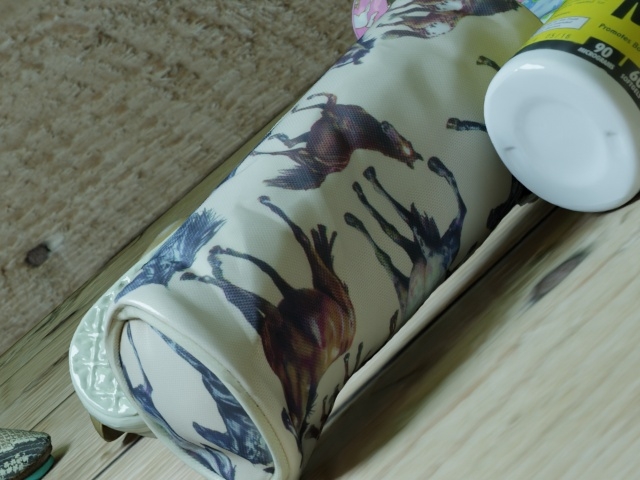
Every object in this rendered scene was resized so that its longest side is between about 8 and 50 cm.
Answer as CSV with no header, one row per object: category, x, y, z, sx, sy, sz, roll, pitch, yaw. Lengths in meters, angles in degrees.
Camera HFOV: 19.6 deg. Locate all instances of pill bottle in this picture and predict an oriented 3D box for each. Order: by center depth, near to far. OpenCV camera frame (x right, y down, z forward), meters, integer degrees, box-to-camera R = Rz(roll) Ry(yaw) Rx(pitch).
pill bottle,0.209,-0.123,1.231,0.208,0.119,0.119,-46,10,-36

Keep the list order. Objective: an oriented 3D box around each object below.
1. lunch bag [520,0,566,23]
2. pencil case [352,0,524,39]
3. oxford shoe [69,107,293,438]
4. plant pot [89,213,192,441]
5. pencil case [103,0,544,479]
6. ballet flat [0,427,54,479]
lunch bag,0.229,-0.185,1.584,0.219,0.090,0.176,-42,7,-12
pencil case,0.205,-0.335,2.273,0.386,0.160,0.167,-34,2,39
oxford shoe,0.000,0.000,1.473,0.449,0.169,0.130,-39,-28,-2
plant pot,-0.161,0.076,1.736,0.236,0.032,0.236,24,-90,-81
pencil case,0.025,-0.005,1.244,0.410,0.183,0.160,-48,6,-33
ballet flat,-0.510,0.309,1.926,0.483,0.182,0.164,-39,7,4
